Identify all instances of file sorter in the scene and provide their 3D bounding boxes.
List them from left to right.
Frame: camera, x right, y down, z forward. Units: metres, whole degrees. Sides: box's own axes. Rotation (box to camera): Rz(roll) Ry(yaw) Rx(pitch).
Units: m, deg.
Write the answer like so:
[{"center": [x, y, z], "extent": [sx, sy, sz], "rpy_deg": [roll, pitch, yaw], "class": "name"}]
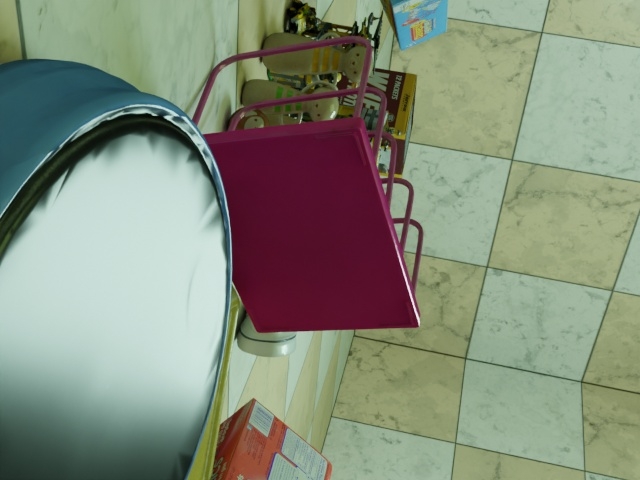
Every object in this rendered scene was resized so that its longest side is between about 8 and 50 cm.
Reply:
[{"center": [-0.005, -0.058, 1.018], "extent": [0.182, 0.202, 0.291], "rpy_deg": [-76, 155, -43], "class": "file sorter"}]

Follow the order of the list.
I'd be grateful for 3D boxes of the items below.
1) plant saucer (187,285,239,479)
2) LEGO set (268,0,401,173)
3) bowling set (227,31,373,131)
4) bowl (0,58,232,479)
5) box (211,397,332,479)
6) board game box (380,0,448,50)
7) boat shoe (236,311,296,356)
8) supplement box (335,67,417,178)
[{"center": [-0.163, 0.180, 0.911], "extent": [0.333, 0.080, 0.333], "rpy_deg": [-34, 134, -81], "class": "plant saucer"}, {"center": [0.030, -0.194, 1.403], "extent": [0.255, 0.192, 0.332], "rpy_deg": [-65, 164, -63], "class": "LEGO set"}, {"center": [-0.031, -0.127, 1.179], "extent": [0.200, 0.154, 0.287], "rpy_deg": [-58, 157, -71], "class": "bowling set"}, {"center": [-0.161, 0.087, 0.568], "extent": [0.391, 0.077, 0.392], "rpy_deg": [12, 90, -74], "class": "bowl"}, {"center": [-0.103, 0.360, 1.079], "extent": [0.142, 0.154, 0.300], "rpy_deg": [-42, -165, 27], "class": "box"}, {"center": [0.099, -0.473, 1.370], "extent": [0.308, 0.086, 0.302], "rpy_deg": [1, 67, -82], "class": "board game box"}, {"center": [-0.073, 0.111, 1.448], "extent": [0.267, 0.096, 0.088], "rpy_deg": [-57, 152, -75], "class": "boat shoe"}, {"center": [0.079, -0.232, 1.727], "extent": [0.194, 0.191, 0.129], "rpy_deg": [83, 19, -69], "class": "supplement box"}]
